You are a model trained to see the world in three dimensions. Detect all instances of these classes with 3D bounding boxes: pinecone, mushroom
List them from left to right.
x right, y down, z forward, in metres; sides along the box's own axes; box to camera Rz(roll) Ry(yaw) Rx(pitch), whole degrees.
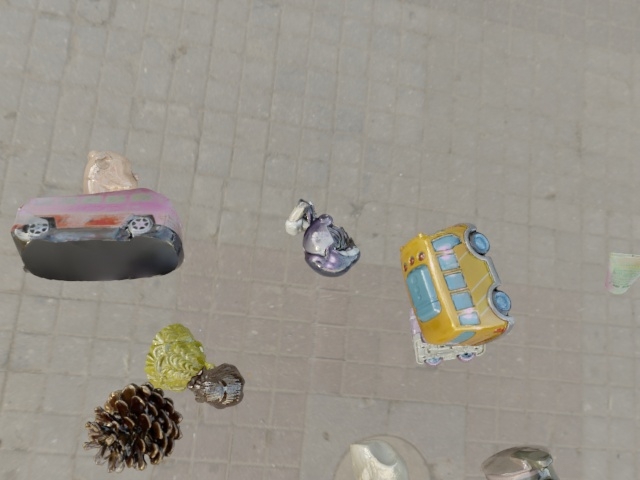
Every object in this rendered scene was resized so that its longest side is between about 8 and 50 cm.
[{"bbox_3d":[-0.353,0.350,1.035,0.162,0.165,0.163,2,95,25],"label":"pinecone"},{"bbox_3d":[0.121,0.424,0.991,0.097,0.088,0.213,-22,115,20],"label":"mushroom"}]

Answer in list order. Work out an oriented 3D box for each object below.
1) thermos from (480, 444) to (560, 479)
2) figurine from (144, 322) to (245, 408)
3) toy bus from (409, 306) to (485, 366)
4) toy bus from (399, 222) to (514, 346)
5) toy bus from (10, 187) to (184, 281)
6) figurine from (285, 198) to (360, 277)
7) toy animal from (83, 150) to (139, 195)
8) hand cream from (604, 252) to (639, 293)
[{"bbox_3d":[0.211,0.278,0.488,0.105,0.137,0.193,-16,82,-16],"label":"thermos"},{"bbox_3d":[-0.315,0.357,1.499,0.168,0.315,0.187,44,68,-43],"label":"figurine"},{"bbox_3d":[0.356,0.255,1.584,0.202,0.142,0.142,-9,41,5],"label":"toy bus"},{"bbox_3d":[0.217,0.077,0.950,0.136,0.126,0.210,-4,68,-28],"label":"toy bus"},{"bbox_3d":[-0.413,-0.011,1.067,0.302,0.128,0.147,-4,47,-6],"label":"toy bus"},{"bbox_3d":[0.000,0.000,1.468,0.145,0.145,0.222,-42,66,-15],"label":"figurine"},{"bbox_3d":[-0.580,-0.128,1.568,0.154,0.166,0.250,-22,110,-45],"label":"toy animal"},{"bbox_3d":[0.594,0.059,1.097,0.076,0.174,0.047,4,70,20],"label":"hand cream"}]
